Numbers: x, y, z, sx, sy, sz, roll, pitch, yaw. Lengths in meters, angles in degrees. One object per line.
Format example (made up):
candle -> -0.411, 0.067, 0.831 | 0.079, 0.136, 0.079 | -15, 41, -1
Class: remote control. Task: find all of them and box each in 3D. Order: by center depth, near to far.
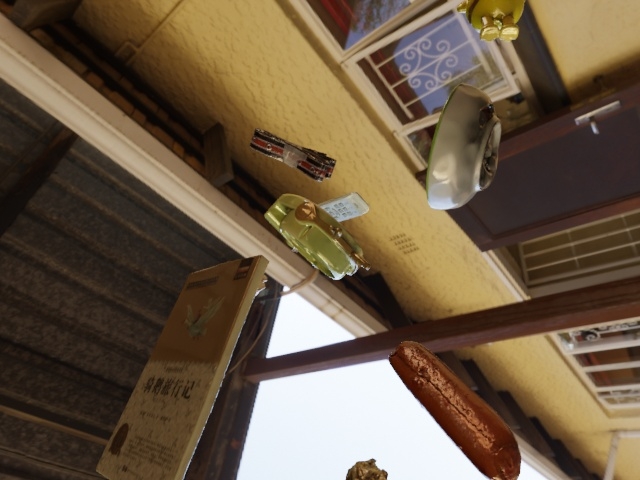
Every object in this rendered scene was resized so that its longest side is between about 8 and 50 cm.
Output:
remote control -> 0.031, -0.106, 1.539 | 0.103, 0.293, 0.051 | 43, -136, -37

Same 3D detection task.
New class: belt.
belt -> -0.116, -0.346, 1.708 | 0.359, 0.094, 0.126 | 24, -153, 6

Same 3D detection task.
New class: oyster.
oyster -> 0.090, 0.475, 0.820 | 0.108, 0.165, 0.053 | -41, -78, -24

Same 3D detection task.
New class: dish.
dish -> 0.386, -0.223, 1.082 | 0.324, 0.124, 0.324 | -38, -43, -47

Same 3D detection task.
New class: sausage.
sausage -> 0.247, 0.310, 0.820 | 0.102, 0.102, 0.330 | 34, -174, -38

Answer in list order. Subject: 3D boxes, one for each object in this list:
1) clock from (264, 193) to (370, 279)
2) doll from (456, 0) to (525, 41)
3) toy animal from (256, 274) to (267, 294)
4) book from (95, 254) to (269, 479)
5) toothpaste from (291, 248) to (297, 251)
clock -> 0.000, 0.000, 1.036 | 0.096, 0.308, 0.235 | -47, -65, -10
doll -> 0.514, -0.733, 1.292 | 0.145, 0.199, 0.363 | 86, -170, -56
toy animal -> -0.317, 0.215, 1.695 | 0.104, 0.185, 0.184 | 48, -156, -7
book -> -0.189, 0.170, 0.585 | 0.021, 0.217, 0.310 | 37, -124, -31
toothpaste -> -0.075, 0.004, 1.471 | 0.024, 0.083, 0.015 | 12, -156, -24
